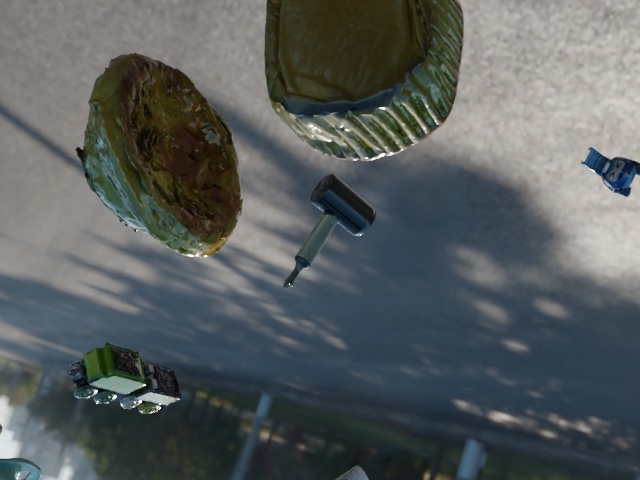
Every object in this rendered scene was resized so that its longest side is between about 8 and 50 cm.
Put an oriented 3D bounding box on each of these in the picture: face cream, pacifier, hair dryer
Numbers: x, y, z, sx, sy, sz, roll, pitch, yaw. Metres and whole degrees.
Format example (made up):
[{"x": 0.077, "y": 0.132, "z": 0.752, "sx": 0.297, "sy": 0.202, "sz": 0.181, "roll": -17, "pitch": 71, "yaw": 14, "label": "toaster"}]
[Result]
[{"x": 0.008, "y": 0.363, "z": 1.677, "sx": 0.034, "sy": 0.130, "sz": 0.034, "roll": 51, "pitch": 161, "yaw": 25, "label": "face cream"}, {"x": -0.487, "y": 0.322, "z": 1.760, "sx": 0.150, "sy": 0.117, "sz": 0.127, "roll": 6, "pitch": 141, "yaw": -20, "label": "pacifier"}, {"x": 0.000, "y": 0.000, "z": 1.875, "sx": 0.100, "sy": 0.198, "sz": 0.057, "roll": 41, "pitch": 161, "yaw": -18, "label": "hair dryer"}]

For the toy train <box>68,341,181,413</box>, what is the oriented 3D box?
[{"x": -0.268, "y": 0.196, "z": 1.678, "sx": 0.081, "sy": 0.060, "sz": 0.202, "roll": -26, "pitch": 153, "yaw": 20, "label": "toy train"}]

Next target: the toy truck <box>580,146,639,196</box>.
[{"x": 0.440, "y": -0.109, "z": 1.830, "sx": 0.090, "sy": 0.056, "sz": 0.073, "roll": 27, "pitch": -176, "yaw": 0, "label": "toy truck"}]

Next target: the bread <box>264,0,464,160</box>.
[{"x": 0.048, "y": -0.225, "z": 1.403, "sx": 0.227, "sy": 0.253, "sz": 0.142, "roll": -11, "pitch": 149, "yaw": 26, "label": "bread"}]

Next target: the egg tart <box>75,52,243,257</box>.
[{"x": -0.218, "y": -0.105, "z": 1.598, "sx": 0.115, "sy": 0.290, "sz": 0.290, "roll": -24, "pitch": 147, "yaw": 29, "label": "egg tart"}]
